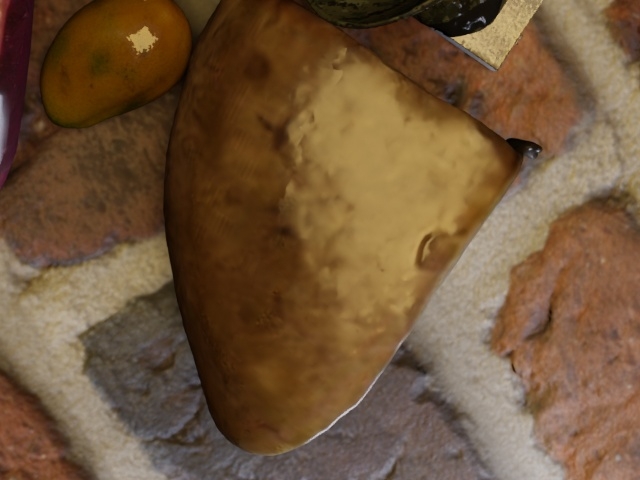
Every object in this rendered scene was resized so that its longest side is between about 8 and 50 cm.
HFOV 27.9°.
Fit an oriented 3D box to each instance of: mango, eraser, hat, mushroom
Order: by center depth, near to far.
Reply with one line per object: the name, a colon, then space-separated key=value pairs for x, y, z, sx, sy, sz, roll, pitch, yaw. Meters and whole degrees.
hat: x=0.121 y=-0.271 z=1.218 sx=0.265 sy=0.265 sz=0.128 roll=-47 pitch=130 yaw=-1
mushroom: x=-0.043 y=-0.007 z=1.218 sx=0.313 sy=0.224 sz=0.397 roll=32 pitch=92 yaw=-15
mango: x=-0.200 y=-0.177 z=1.233 sx=0.163 sy=0.089 sz=0.111 roll=-20 pitch=93 yaw=6
eraser: x=0.149 y=-0.257 z=1.318 sx=0.150 sy=0.023 sz=0.104 roll=32 pitch=92 yaw=-13

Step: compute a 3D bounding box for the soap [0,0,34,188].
soap: x=-0.327 y=-0.195 z=1.148 sx=0.127 sy=0.220 sz=0.325 roll=6 pitch=96 yaw=-20
